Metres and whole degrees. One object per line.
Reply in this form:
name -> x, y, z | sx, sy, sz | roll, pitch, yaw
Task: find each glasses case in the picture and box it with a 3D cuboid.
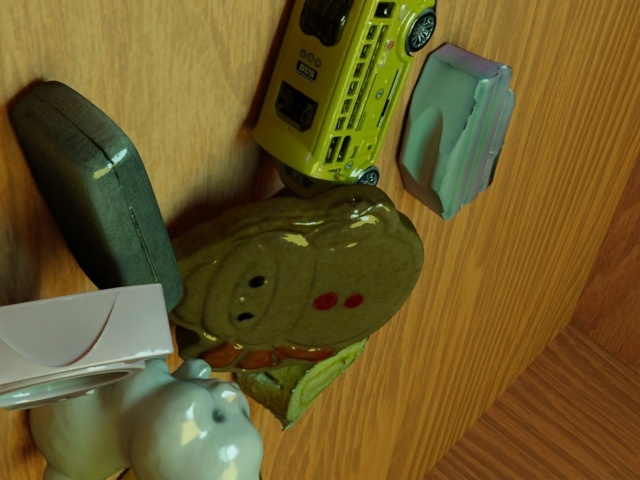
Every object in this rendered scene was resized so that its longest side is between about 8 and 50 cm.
glasses case -> -0.226, -0.028, 1.153 | 0.074, 0.131, 0.323 | -41, 154, -20

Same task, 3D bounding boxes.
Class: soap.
soap -> 0.226, -0.184, 1.832 | 0.193, 0.109, 0.323 | -39, 153, -33

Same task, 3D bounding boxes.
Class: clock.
clock -> -0.330, 0.129, 1.132 | 0.290, 0.080, 0.275 | -7, 168, -29

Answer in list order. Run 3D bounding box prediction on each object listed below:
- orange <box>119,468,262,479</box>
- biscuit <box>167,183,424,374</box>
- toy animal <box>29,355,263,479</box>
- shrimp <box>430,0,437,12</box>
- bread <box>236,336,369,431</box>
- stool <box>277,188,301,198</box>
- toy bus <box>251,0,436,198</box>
orange -> -0.226, 0.427, 1.848 | 0.274, 0.274, 0.310 | -59, -172, 11
biscuit -> -0.054, 0.061, 1.457 | 0.381, 0.074, 0.359 | -1, 137, -25
toy animal -> -0.187, 0.272, 1.373 | 0.241, 0.368, 0.196 | -68, 158, 4
shrimp -> 0.130, -0.349, 1.406 | 0.253, 0.058, 0.173 | -11, 107, -78
bread -> -0.026, 0.200, 1.877 | 0.257, 0.124, 0.186 | -35, 157, -40
stool -> 0.000, -0.005, 1.610 | 0.228, 0.139, 0.153 | -46, 157, -11
toy bus -> 0.014, -0.189, 1.378 | 0.151, 0.145, 0.331 | -18, 135, -49
